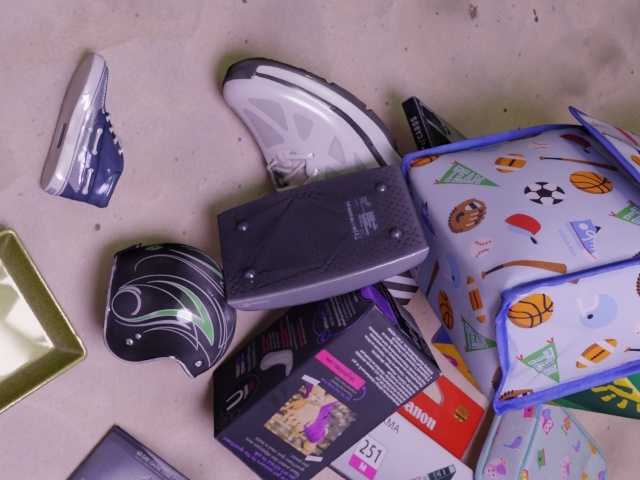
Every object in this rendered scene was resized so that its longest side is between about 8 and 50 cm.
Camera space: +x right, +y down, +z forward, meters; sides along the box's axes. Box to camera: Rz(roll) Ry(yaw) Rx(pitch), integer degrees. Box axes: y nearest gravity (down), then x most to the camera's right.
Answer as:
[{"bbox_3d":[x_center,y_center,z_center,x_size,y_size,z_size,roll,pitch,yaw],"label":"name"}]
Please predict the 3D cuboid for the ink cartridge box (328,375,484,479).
[{"bbox_3d":[0.151,0.312,1.271,0.275,0.060,0.239,41,69,-23],"label":"ink cartridge box"}]

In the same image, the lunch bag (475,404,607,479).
[{"bbox_3d":[0.385,0.397,1.360,0.279,0.107,0.224,48,53,-32],"label":"lunch bag"}]

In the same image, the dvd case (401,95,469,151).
[{"bbox_3d":[0.219,-0.112,1.256,0.238,0.029,0.179,22,46,-54],"label":"dvd case"}]

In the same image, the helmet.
[{"bbox_3d":[-0.187,0.088,1.009,0.161,0.169,0.170,6,84,-9],"label":"helmet"}]

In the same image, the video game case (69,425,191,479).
[{"bbox_3d":[-0.270,0.382,0.946,0.274,0.196,0.026,-51,149,-23],"label":"video game case"}]

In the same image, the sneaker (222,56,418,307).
[{"bbox_3d":[0.006,-0.043,1.136,0.447,0.169,0.258,37,67,-27],"label":"sneaker"}]

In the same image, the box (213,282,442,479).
[{"bbox_3d":[0.001,0.179,1.057,0.270,0.165,0.143,-40,111,9],"label":"box"}]

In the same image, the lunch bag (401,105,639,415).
[{"bbox_3d":[0.335,-0.003,1.014,0.385,0.328,0.239,-12,129,-9],"label":"lunch bag"}]

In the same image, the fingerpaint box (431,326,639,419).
[{"bbox_3d":[0.448,0.050,1.283,0.163,0.371,0.445,45,66,-21],"label":"fingerpaint box"}]

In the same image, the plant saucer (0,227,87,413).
[{"bbox_3d":[-0.409,0.111,0.946,0.188,0.045,0.189,-34,104,-28],"label":"plant saucer"}]

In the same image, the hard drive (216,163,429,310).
[{"bbox_3d":[0.000,0.000,1.015,0.254,0.172,0.054,-16,138,2],"label":"hard drive"}]

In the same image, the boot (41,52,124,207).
[{"bbox_3d":[-0.292,-0.140,1.026,0.086,0.069,0.190,20,85,-36],"label":"boot"}]
